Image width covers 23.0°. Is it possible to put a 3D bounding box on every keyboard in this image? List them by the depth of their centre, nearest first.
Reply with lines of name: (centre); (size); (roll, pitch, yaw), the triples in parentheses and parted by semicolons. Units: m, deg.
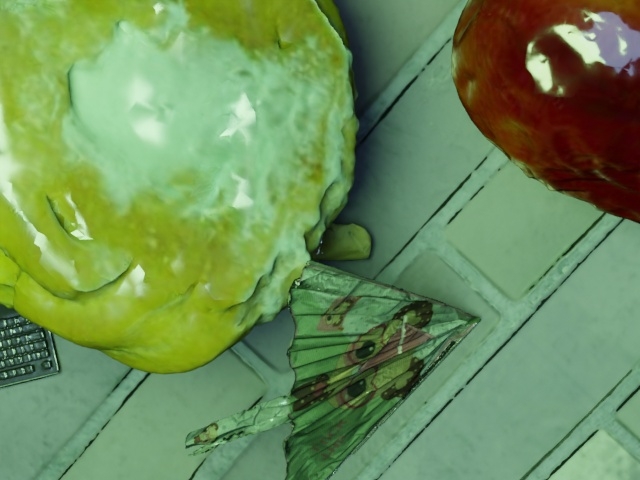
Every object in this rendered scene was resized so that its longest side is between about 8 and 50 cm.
keyboard: (-0.324, 0.101, 1.367); (0.196, 0.015, 0.074); (-13, 93, 12)

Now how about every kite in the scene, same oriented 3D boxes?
kite: (0.014, 0.108, 1.228); (0.268, 0.323, 0.013); (-23, 52, -21)

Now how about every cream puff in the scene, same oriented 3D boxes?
cream puff: (-0.160, -0.093, 1.195); (0.378, 0.275, 0.378); (1, 87, -21)

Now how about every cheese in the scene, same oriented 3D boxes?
cheese: (0.000, 0.000, 1.279); (0.083, 0.044, 0.030); (-1, 79, 13)

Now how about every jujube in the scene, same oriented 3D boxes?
jujube: (0.253, -0.110, 1.133); (0.318, 0.223, 0.223); (28, 100, -1)
